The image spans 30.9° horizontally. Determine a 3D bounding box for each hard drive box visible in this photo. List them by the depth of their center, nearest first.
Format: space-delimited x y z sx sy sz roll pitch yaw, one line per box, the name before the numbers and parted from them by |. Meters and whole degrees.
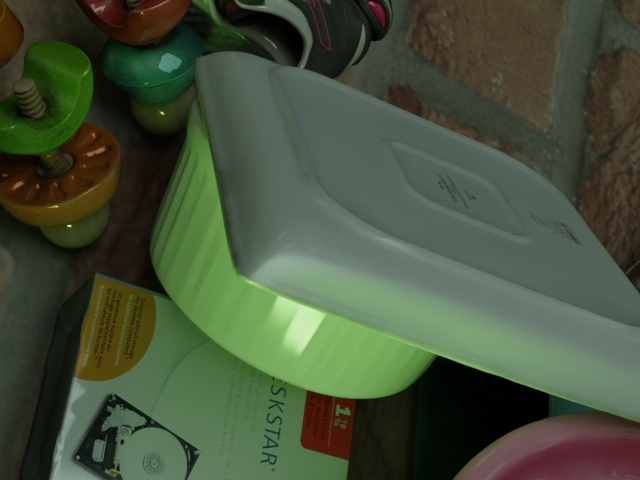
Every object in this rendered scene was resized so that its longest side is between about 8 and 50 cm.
hard drive box | -0.097 0.150 0.893 0.232 0.089 0.181 19 62 -24

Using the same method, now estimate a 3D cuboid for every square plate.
square plate | 0.084 -0.020 0.819 0.344 0.049 0.347 20 24 -20

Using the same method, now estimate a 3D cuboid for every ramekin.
ramekin | 0.000 0.000 0.920 0.277 0.135 0.277 25 22 -11

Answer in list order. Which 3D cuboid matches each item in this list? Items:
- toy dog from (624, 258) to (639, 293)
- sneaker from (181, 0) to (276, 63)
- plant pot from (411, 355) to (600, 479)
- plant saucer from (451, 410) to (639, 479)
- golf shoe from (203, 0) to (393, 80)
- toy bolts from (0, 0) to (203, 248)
toy dog | 0.353 0.008 1.171 0.333 0.220 0.161 -15 100 -44
sneaker | -0.112 -0.240 1.032 0.321 0.126 0.127 37 58 -22
plant pot | 0.224 0.195 1.029 0.234 0.165 0.166 23 59 -30
plant saucer | 0.198 0.260 0.674 0.332 0.084 0.332 10 48 -11
golf shoe | -0.055 -0.243 0.933 0.273 0.105 0.120 48 63 -16
toy bolts | -0.204 -0.121 0.949 0.218 0.158 0.228 30 58 32
